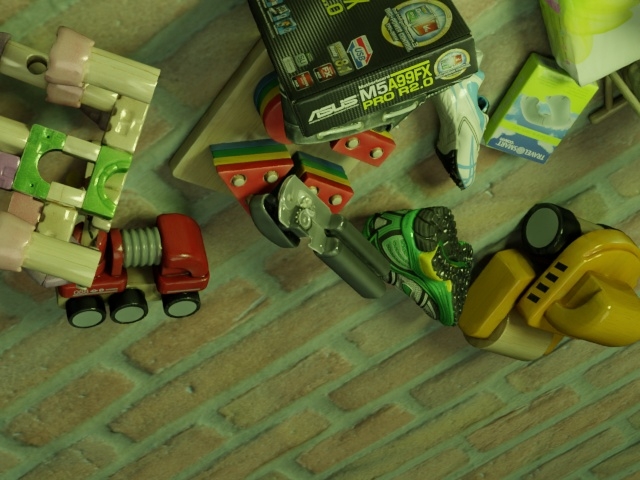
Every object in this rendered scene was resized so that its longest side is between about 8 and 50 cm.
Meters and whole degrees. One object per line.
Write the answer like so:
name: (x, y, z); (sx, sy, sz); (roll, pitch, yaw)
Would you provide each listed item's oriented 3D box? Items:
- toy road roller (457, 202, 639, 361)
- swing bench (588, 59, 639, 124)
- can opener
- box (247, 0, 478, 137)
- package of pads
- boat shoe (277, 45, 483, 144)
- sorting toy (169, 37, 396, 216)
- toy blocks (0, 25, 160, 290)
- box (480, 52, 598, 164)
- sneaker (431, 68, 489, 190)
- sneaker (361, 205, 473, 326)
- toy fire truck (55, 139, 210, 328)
toy road roller: (0.418, 0.114, 1.856); (0.203, 0.240, 0.329); (17, 121, -36)
swing bench: (0.566, -0.193, 1.591); (0.255, 0.253, 0.165); (-20, 140, -2)
can opener: (0.000, 0.000, 1.577); (0.095, 0.076, 0.283); (-3, 150, 32)
box: (0.037, -0.264, 1.276); (0.216, 0.270, 0.060); (-21, 140, 0)
package of pads: (0.405, -0.366, 1.451); (0.229, 0.101, 0.296); (-26, 139, 4)
boat shoe: (0.074, -0.204, 1.424); (0.335, 0.121, 0.119); (-15, 129, -35)
sorting toy: (-0.037, -0.131, 1.525); (0.256, 0.089, 0.257); (18, 126, -37)
toy blocks: (-0.364, -0.101, 1.293); (0.260, 0.309, 0.288); (17, 85, -11)
box: (0.326, -0.191, 1.634); (0.109, 0.042, 0.178); (16, 129, -17)
sneaker: (0.217, -0.163, 1.607); (0.086, 0.085, 0.237); (-24, 143, -8)
sneaker: (0.166, 0.035, 1.792); (0.146, 0.134, 0.343); (6, 154, 24)
toy fire truck: (-0.269, -0.010, 1.535); (0.217, 0.158, 0.246); (-5, 147, -18)
